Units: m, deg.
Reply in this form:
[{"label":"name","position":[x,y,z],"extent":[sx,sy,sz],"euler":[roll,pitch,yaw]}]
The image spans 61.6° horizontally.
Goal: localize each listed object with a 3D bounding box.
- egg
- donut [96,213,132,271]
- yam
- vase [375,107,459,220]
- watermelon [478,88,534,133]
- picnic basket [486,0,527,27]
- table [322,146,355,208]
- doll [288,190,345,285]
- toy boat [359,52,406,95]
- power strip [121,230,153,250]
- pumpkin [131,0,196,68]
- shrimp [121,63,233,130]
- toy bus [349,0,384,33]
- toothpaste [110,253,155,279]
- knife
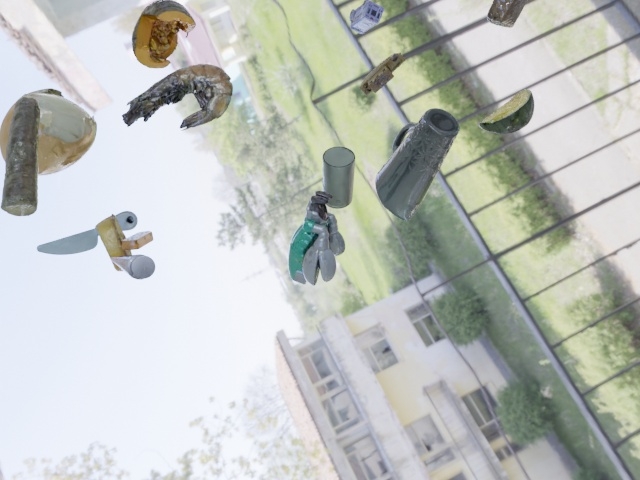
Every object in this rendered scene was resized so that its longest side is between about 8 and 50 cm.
[{"label":"egg","position":[-0.710,-0.271,1.388],"extent":[0.201,0.244,0.201],"euler":[48,-176,-5]},{"label":"donut","position":[-0.605,0.015,1.588],"extent":[0.162,0.065,0.178],"euler":[-141,33,-62]},{"label":"yam","position":[-0.560,-0.163,1.010],"extent":[0.061,0.061,0.274],"euler":[73,-179,-59]},{"label":"vase","position":[0.269,-0.235,1.501],"extent":[0.301,0.156,0.251],"euler":[118,147,-53]},{"label":"watermelon","position":[0.566,-0.362,1.564],"extent":[0.075,0.181,0.092],"euler":[56,169,-26]},{"label":"picnic basket","position":[0.507,-0.644,1.378],"extent":[0.055,0.110,0.193],"euler":[38,119,27]},{"label":"table","position":[0.070,-0.245,2.105],"extent":[0.220,0.126,0.126],"euler":[89,157,-49]},{"label":"doll","position":[-0.009,0.014,1.425],"extent":[0.153,0.195,0.258],"euler":[22,148,13]},{"label":"toy boat","position":[0.233,-0.622,2.011],"extent":[0.057,0.200,0.077],"euler":[35,-152,-33]},{"label":"power strip","position":[-0.522,-0.003,1.553],"extent":[0.178,0.049,0.028],"euler":[-78,-16,-78]},{"label":"pumpkin","position":[-0.396,-0.528,1.335],"extent":[0.119,0.183,0.107],"euler":[8,-128,-52]},{"label":"shrimp","position":[-0.446,-0.440,1.717],"extent":[0.233,0.365,0.071],"euler":[51,165,18]},{"label":"toy bus","position":[0.150,-0.765,1.848],"extent":[0.167,0.073,0.076],"euler":[-164,91,-71]},{"label":"toothpaste","position":[-0.443,0.063,1.275],"extent":[0.089,0.057,0.234],"euler":[30,164,-25]},{"label":"knife","position":[-0.784,-0.011,1.831],"extent":[0.044,0.331,0.080],"euler":[10,123,65]}]
